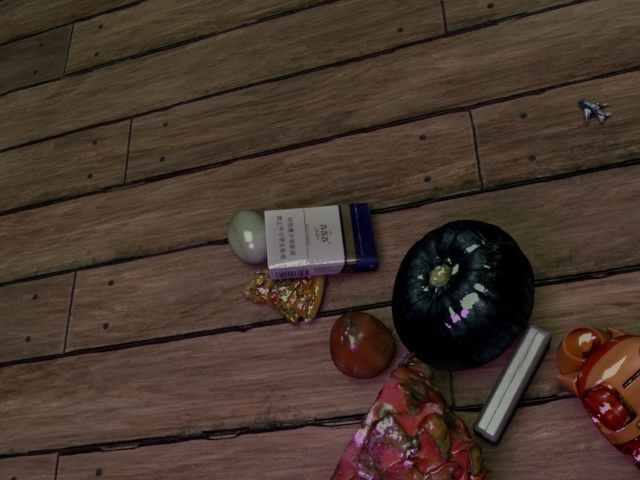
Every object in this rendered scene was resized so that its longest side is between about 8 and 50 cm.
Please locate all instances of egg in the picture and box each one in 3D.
[{"bbox_3d":[-0.176,-0.010,1.737,0.114,0.114,0.152,-31,58,4],"label":"egg"}]

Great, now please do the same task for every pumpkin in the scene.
[{"bbox_3d":[0.295,0.114,1.424,0.315,0.238,0.315,-31,42,33],"label":"pumpkin"}]

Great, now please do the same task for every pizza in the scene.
[{"bbox_3d":[-0.087,0.109,1.672,0.226,0.069,0.147,24,77,29],"label":"pizza"}]

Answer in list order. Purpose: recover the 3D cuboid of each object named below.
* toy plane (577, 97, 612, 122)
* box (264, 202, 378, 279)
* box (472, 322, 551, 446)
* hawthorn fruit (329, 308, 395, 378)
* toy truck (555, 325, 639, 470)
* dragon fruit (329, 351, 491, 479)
[{"bbox_3d":[0.637,-0.307,1.621,0.078,0.031,0.083,-35,59,-16],"label":"toy plane"},{"bbox_3d":[0.000,0.000,1.646,0.259,0.071,0.168,-4,60,-3],"label":"box"},{"bbox_3d":[0.382,0.287,1.376,0.055,0.103,0.244,27,77,24],"label":"box"},{"bbox_3d":[0.071,0.216,1.498,0.149,0.189,0.149,-35,33,27],"label":"hawthorn fruit"},{"bbox_3d":[0.565,0.276,1.284,0.189,0.239,0.265,-41,98,-2],"label":"toy truck"},{"bbox_3d":[0.185,0.423,1.299,0.263,0.296,0.314,30,115,14],"label":"dragon fruit"}]
